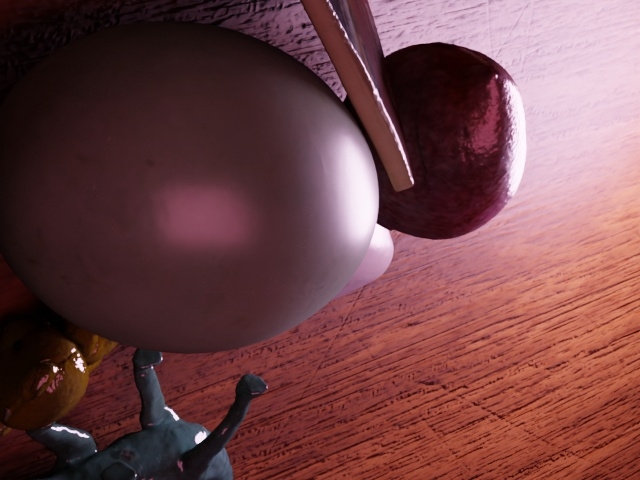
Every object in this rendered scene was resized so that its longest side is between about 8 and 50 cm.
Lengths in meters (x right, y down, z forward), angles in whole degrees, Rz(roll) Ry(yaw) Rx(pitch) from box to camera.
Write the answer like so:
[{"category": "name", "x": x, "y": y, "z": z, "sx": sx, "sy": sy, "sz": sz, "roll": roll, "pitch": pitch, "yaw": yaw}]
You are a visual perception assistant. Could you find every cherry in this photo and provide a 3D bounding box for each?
[{"category": "cherry", "x": 0.114, "y": -0.105, "z": 1.730, "sx": 0.175, "sy": 0.192, "sz": 0.249, "roll": -2, "pitch": 161, "yaw": -24}]

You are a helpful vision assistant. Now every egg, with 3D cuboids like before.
[{"category": "egg", "x": -0.110, "y": -0.043, "z": 1.488, "sx": 0.389, "sy": 0.276, "sz": 0.276, "roll": 3, "pitch": 112, "yaw": -52}]

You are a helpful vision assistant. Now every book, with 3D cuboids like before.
[{"category": "book", "x": -0.004, "y": -0.247, "z": 1.528, "sx": 0.028, "sy": 0.262, "sz": 0.374, "roll": -20, "pitch": 140, "yaw": 9}]

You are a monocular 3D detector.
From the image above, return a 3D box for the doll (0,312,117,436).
[{"category": "doll", "x": -0.230, "y": 0.083, "z": 1.613, "sx": 0.209, "sy": 0.097, "sz": 0.137, "roll": -53, "pitch": 178, "yaw": -36}]

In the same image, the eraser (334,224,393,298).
[{"category": "eraser", "x": 0.001, "y": 0.000, "z": 1.831, "sx": 0.243, "sy": 0.059, "sz": 0.204, "roll": 15, "pitch": 102, "yaw": -49}]

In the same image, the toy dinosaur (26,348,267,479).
[{"category": "toy dinosaur", "x": -0.197, "y": 0.269, "z": 1.768, "sx": 0.383, "sy": 0.129, "sz": 0.331, "roll": -25, "pitch": 146, "yaw": -29}]
